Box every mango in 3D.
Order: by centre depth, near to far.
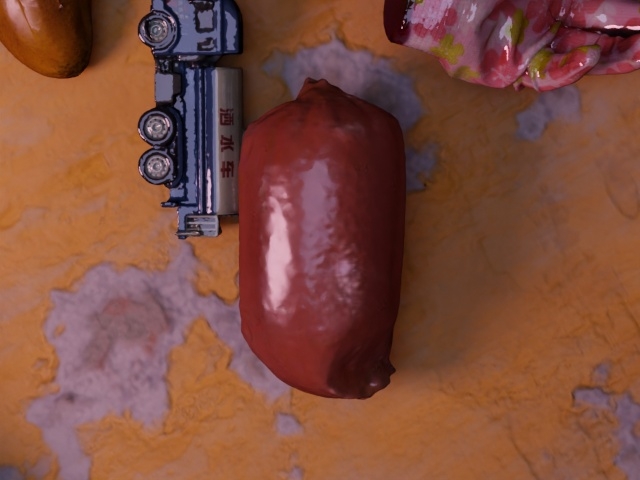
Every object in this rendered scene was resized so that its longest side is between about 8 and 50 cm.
[{"bbox_3d":[-0.233,-0.211,1.419,0.105,0.084,0.159,-1,94,13],"label":"mango"}]

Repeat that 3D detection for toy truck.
[{"bbox_3d":[-0.101,-0.102,1.414,0.088,0.074,0.202,0,94,3],"label":"toy truck"}]

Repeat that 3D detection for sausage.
[{"bbox_3d":[0.000,0.000,1.374,0.148,0.148,0.254,5,94,7],"label":"sausage"}]

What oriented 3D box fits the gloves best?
[{"bbox_3d":[0.179,-0.186,1.353,0.241,0.126,0.145,8,74,-15],"label":"gloves"}]
